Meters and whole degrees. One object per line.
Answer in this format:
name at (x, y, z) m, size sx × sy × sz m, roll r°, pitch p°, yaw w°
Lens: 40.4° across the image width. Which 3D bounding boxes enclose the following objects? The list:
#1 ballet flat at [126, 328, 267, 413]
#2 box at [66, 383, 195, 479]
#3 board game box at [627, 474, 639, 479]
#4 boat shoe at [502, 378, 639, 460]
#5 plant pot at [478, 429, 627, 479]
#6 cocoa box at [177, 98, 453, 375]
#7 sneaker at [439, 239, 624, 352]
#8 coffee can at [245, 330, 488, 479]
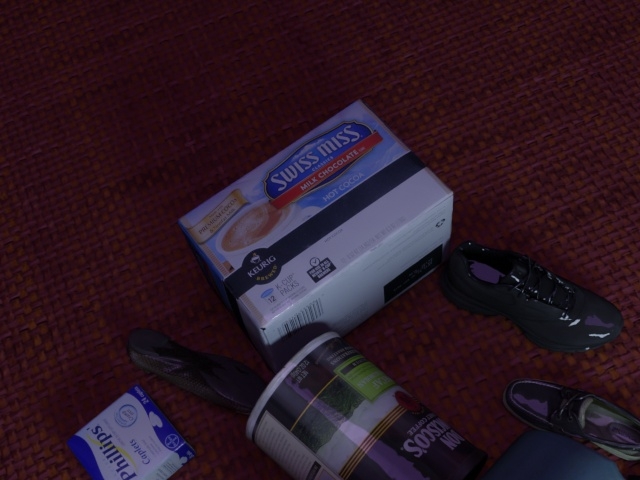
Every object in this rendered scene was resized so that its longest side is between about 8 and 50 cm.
ballet flat at (-0.193, 0.212, 1.357) m, size 0.250 × 0.058 × 0.084 m, roll 21°, pitch 32°, yaw 10°
box at (-0.283, 0.311, 1.302) m, size 0.137 × 0.072 × 0.126 m, roll -40°, pitch 66°, yaw -13°
board game box at (0.468, 0.375, 1.143) m, size 0.026 × 0.186 × 0.126 m, roll 30°, pitch 66°, yaw -17°
boat shoe at (0.379, 0.251, 1.266) m, size 0.223 × 0.073 × 0.080 m, roll 21°, pitch 67°, yaw 15°
plant pot at (0.244, 0.427, 1.007) m, size 0.341 × 0.341 × 0.334 m, roll 36°, pitch 69°, yaw 20°
cocoa box at (0.000, 0.000, 1.338) m, size 0.347 × 0.231 × 0.228 m, roll -35°, pitch 65°, yaw -12°
sneaker at (0.321, 0.083, 1.325) m, size 0.286 × 0.130 × 0.109 m, roll 18°, pitch 65°, yaw 12°
coffee can at (0.061, 0.288, 1.207) m, size 0.275 × 0.201 × 0.201 m, roll 37°, pitch 73°, yaw 21°
